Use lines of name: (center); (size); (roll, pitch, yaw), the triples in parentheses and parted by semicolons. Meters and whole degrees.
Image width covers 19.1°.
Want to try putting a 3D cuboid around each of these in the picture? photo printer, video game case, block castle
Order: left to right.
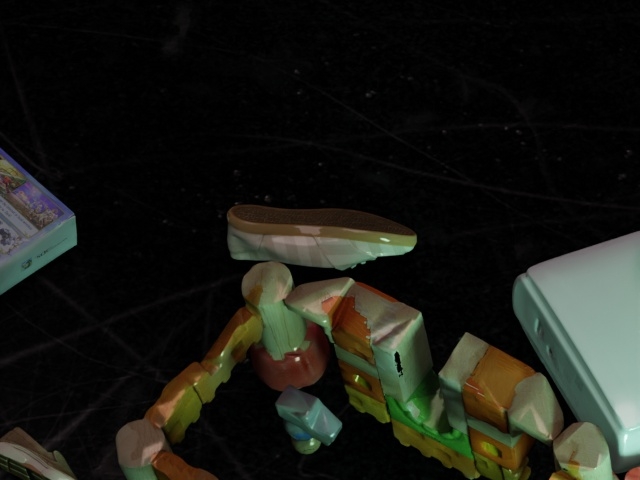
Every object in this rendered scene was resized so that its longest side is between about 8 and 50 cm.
video game case: (-0.455, -0.025, 2.156); (0.244, 0.061, 0.269); (-36, 61, -27)
block castle: (0.051, 0.245, 1.877); (0.453, 0.213, 0.303); (26, 66, 25)
photo printer: (0.400, 0.098, 2.075); (0.307, 0.107, 0.256); (-16, 54, -16)

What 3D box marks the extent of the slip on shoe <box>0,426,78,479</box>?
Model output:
slip on shoe: (-0.278, 0.237, 1.962); (0.135, 0.051, 0.041); (23, 55, 25)

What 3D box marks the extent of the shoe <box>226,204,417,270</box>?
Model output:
shoe: (0.000, 0.000, 2.172); (0.219, 0.058, 0.076); (5, 20, -4)

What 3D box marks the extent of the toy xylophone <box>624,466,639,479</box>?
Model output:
toy xylophone: (0.430, 0.344, 1.890); (0.236, 0.081, 0.323); (-1, 52, -4)
